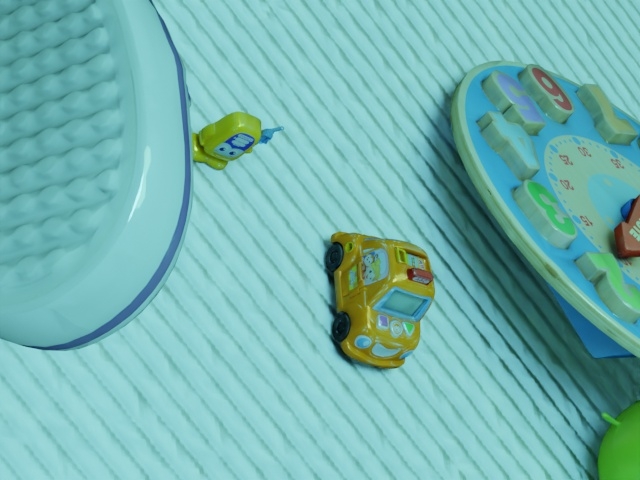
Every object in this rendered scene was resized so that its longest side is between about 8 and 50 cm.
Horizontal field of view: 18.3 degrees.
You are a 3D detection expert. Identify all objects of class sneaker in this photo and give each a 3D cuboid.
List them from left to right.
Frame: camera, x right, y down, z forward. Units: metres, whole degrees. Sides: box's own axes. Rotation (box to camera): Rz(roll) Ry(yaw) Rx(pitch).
[{"bbox_3d":[-0.074,-0.042,0.611,0.161,0.102,0.282,42,9,-41],"label":"sneaker"}]

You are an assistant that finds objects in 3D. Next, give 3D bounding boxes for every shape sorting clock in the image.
[{"bbox_3d":[0.144,-0.009,0.907,0.206,0.040,0.206,31,33,-23],"label":"shape sorting clock"}]

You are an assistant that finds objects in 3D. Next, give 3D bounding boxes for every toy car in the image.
[{"bbox_3d":[0.000,0.000,0.784,0.122,0.040,0.060,35,46,-28],"label":"toy car"}]

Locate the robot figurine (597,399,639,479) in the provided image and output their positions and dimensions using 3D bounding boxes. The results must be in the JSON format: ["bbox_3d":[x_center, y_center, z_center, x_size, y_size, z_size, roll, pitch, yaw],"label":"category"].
[{"bbox_3d":[0.164,0.115,0.863,0.101,0.067,0.115,-29,89,-38],"label":"robot figurine"}]
